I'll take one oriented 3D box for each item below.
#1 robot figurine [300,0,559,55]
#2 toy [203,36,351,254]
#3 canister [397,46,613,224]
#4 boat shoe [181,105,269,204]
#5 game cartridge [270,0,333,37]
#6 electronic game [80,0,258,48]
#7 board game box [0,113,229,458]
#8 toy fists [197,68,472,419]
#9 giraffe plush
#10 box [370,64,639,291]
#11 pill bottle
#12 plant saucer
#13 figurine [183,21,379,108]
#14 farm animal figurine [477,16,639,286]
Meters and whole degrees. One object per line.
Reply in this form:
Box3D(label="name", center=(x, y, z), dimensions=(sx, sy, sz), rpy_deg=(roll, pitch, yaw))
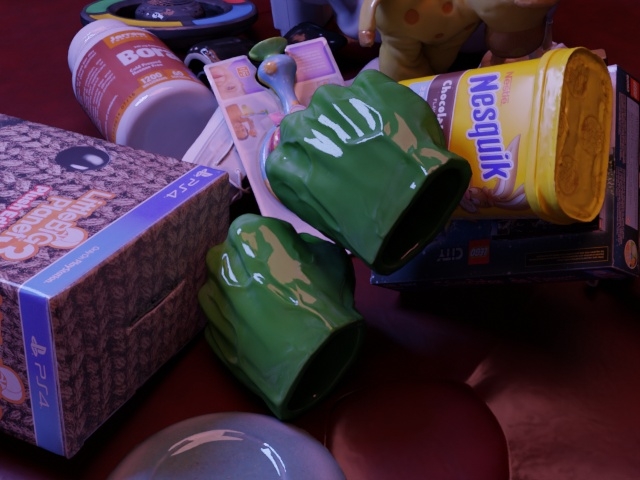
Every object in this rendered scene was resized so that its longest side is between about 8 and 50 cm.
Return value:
Box3D(label="robot figurine", center=(0.146, -0.332, 1.116), dimensions=(0.354, 0.199, 0.300), rpy_deg=(3, 8, -19))
Box3D(label="toy", center=(-0.011, -0.099, 0.907), dimensions=(0.137, 0.056, 0.237), rpy_deg=(-17, 70, -18))
Box3D(label="canister", center=(0.130, -0.075, 0.718), dimensions=(0.073, 0.126, 0.170), rpy_deg=(13, -9, -43))
Box3D(label="boat shoe", center=(-0.093, -0.071, 0.933), dimensions=(0.063, 0.066, 0.184), rpy_deg=(11, 52, 23))
Box3D(label="game cartridge", center=(0.001, -0.417, 1.258), dimensions=(0.062, 0.198, 0.297), rpy_deg=(11, 42, 15))
Box3D(label="electronic game", center=(-0.196, -0.296, 1.208), dimensions=(0.229, 0.048, 0.229), rpy_deg=(0, 26, 0))
Box3D(label="board game box", center=(-0.258, 0.014, 0.771), dimensions=(0.291, 0.141, 0.232), rpy_deg=(15, 32, 20))
Box3D(label="toy fists", center=(0.000, 0.000, 0.728), dimensions=(0.142, 0.279, 0.096), rpy_deg=(44, 27, 27))
Box3D(label="giraffe plush", center=(0.134, -0.219, 0.831), dimensions=(0.171, 0.210, 0.181), rpy_deg=(-4, 70, 17))
Box3D(label="box", center=(0.148, -0.043, 0.776), dimensions=(0.233, 0.044, 0.159), rpy_deg=(-6, 74, 43))
Box3D(label="pill bottle", center=(-0.202, -0.163, 1.024), dimensions=(0.121, 0.121, 0.216), rpy_deg=(-22, 44, -22))
Box3D(label="plant saucer", center=(-0.073, 0.188, 0.664), dimensions=(0.195, 0.037, 0.195), rpy_deg=(-1, 40, 1))
Box3D(label="figurine", center=(-0.013, -0.189, 1.079), dimensions=(0.209, 0.092, 0.215), rpy_deg=(-30, 48, -34))
Box3D(label="farm animal figurine", center=(0.277, -0.071, 0.869), dimensions=(0.327, 0.172, 0.330), rpy_deg=(4, 47, 27))
